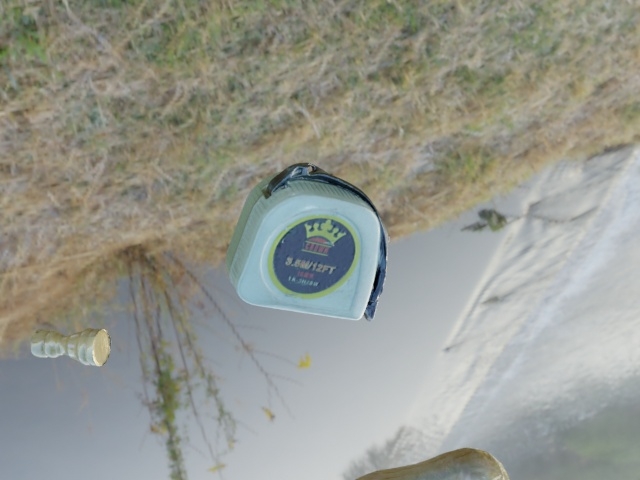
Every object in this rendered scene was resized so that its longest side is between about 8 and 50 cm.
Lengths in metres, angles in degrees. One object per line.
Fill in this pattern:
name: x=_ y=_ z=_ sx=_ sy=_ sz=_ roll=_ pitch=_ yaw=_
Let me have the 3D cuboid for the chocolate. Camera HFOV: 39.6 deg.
chocolate: x=0.158 y=0.414 z=1.401 sx=0.309 sy=0.134 sz=0.134 roll=-10 pitch=150 yaw=-13

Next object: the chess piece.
chess piece: x=-0.423 y=0.178 z=1.500 sx=0.122 sy=0.066 sz=0.066 roll=1 pitch=155 yaw=14

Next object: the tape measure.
tape measure: x=0.000 y=0.000 z=1.245 sx=0.235 sy=0.115 sz=0.207 roll=11 pitch=112 yaw=-26
